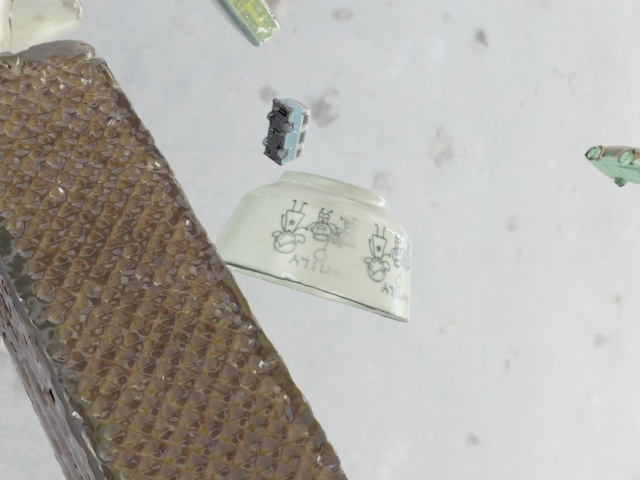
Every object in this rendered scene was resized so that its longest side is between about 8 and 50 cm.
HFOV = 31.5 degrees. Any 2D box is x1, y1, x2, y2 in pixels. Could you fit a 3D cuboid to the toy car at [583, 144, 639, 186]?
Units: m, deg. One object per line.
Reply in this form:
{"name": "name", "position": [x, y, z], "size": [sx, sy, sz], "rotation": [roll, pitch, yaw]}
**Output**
{"name": "toy car", "position": [0.341, -0.084, 1.263], "size": [0.059, 0.122, 0.035], "rotation": [37, 88, -19]}

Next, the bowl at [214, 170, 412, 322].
{"name": "bowl", "position": [0.000, 0.000, 1.260], "size": [0.238, 0.237, 0.126], "rotation": [21, 83, -50]}

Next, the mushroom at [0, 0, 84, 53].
{"name": "mushroom", "position": [-0.564, -0.333, 1.653], "size": [0.353, 0.325, 0.353], "rotation": [11, 90, -75]}

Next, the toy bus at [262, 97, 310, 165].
{"name": "toy bus", "position": [-0.061, -0.213, 2.171], "size": [0.075, 0.060, 0.123], "rotation": [-18, 132, -39]}

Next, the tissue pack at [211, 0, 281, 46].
{"name": "tissue pack", "position": [-0.185, -0.479, 2.047], "size": [0.081, 0.185, 0.257], "rotation": [-41, 152, 0]}

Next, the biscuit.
{"name": "biscuit", "position": [-0.093, 0.054, 0.567], "size": [0.107, 0.388, 0.073], "rotation": [-18, 150, -27]}
